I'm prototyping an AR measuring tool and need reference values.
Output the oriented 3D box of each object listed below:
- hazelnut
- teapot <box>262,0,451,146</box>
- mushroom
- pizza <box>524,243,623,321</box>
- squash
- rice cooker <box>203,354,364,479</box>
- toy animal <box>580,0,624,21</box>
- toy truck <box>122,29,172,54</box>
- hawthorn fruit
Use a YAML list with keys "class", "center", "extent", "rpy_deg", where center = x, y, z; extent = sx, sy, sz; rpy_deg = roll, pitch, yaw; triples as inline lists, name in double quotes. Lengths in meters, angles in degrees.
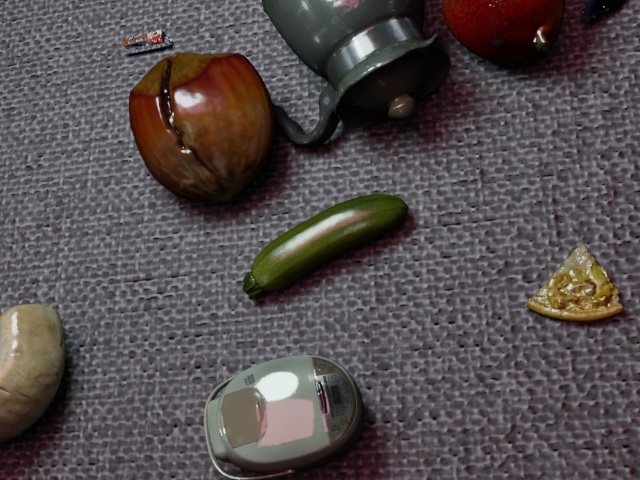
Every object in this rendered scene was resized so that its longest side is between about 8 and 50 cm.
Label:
- class: "hazelnut"
  center: [-0.170, -0.164, 1.369]
  extent: [0.212, 0.181, 0.181]
  rpy_deg: [-18, 47, 21]
- class: "teapot"
  center: [0.029, -0.272, 1.339]
  extent: [0.305, 0.223, 0.285]
  rpy_deg: [-27, 71, 3]
- class: "mushroom"
  center: [-0.481, 0.192, 1.319]
  extent: [0.253, 0.195, 0.189]
  rpy_deg: [-19, 68, 13]
- class: "pizza"
  center: [0.325, 0.051, 1.217]
  extent: [0.122, 0.026, 0.109]
  rpy_deg: [1, 67, 18]
- class: "squash"
  center: [0.000, 0.000, 1.315]
  extent: [0.258, 0.069, 0.069]
  rpy_deg: [-28, 64, 5]
- class: "rice cooker"
  center: [-0.043, 0.226, 1.207]
  extent: [0.206, 0.127, 0.145]
  rpy_deg: [-19, 64, 13]
- class: "toy animal"
  center: [0.447, -0.388, 1.343]
  extent: [0.220, 0.062, 0.108]
  rpy_deg: [-37, 81, 0]
- class: "toy truck"
  center: [-0.283, -0.325, 1.557]
  extent: [0.083, 0.024, 0.032]
  rpy_deg: [-10, 89, 15]
- class: "hawthorn fruit"
  center: [0.262, -0.321, 1.316]
  extent: [0.169, 0.169, 0.188]
  rpy_deg: [-32, 66, 3]
